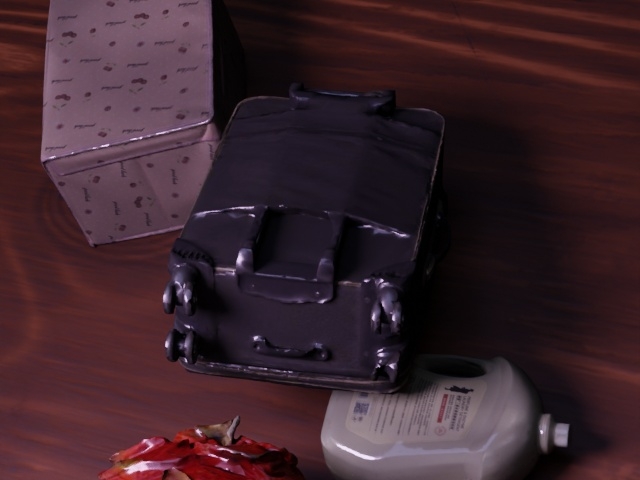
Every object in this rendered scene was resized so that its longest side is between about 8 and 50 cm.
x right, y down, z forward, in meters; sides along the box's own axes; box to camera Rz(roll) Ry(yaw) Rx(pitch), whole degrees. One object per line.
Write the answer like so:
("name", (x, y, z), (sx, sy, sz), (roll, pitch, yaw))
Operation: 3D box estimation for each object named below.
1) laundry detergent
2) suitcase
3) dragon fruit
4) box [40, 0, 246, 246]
("laundry detergent", (0.138, 0.192, 1.735), (0.253, 0.091, 0.181), (2, 44, 19))
("suitcase", (0.000, 0.000, 1.798), (0.283, 0.194, 0.434), (5, 35, 8))
("dragon fruit", (-0.127, 0.330, 1.604), (0.277, 0.277, 0.342), (4, 53, 20))
("box", (-0.215, -0.174, 2.067), (0.225, 0.190, 0.297), (-12, 50, 9))
